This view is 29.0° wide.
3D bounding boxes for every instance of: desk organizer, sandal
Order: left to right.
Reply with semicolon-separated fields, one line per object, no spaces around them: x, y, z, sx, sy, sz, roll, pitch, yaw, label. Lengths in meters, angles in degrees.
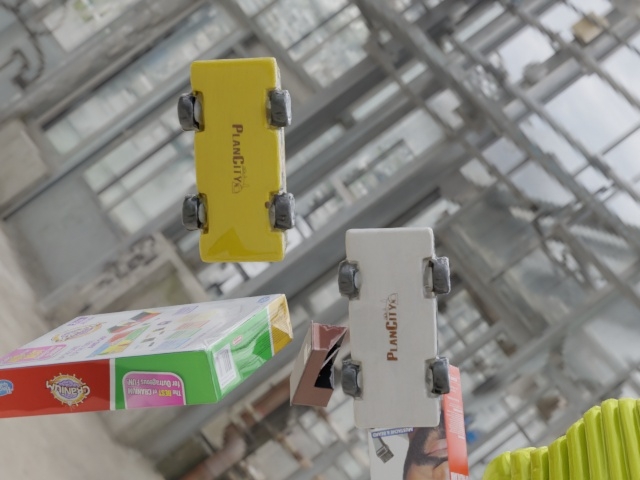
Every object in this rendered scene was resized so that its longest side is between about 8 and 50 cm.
-0.002;0.164;1.615;0.130;0.050;0.047;110;-16;-47;desk organizer
0.297;0.245;1.245;0.138;0.126;0.317;20;-27;-22;sandal

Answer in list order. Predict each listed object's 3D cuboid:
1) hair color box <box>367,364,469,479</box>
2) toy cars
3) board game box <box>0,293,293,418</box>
0.101;0.217;1.284;0.053;0.093;0.167;26;55;-56;hair color box
0.000;0.000;1.154;0.394;0.176;0.087;47;12;-1;toy cars
-0.224;0.142;1.535;0.242;0.316;0.064;-33;114;-65;board game box
